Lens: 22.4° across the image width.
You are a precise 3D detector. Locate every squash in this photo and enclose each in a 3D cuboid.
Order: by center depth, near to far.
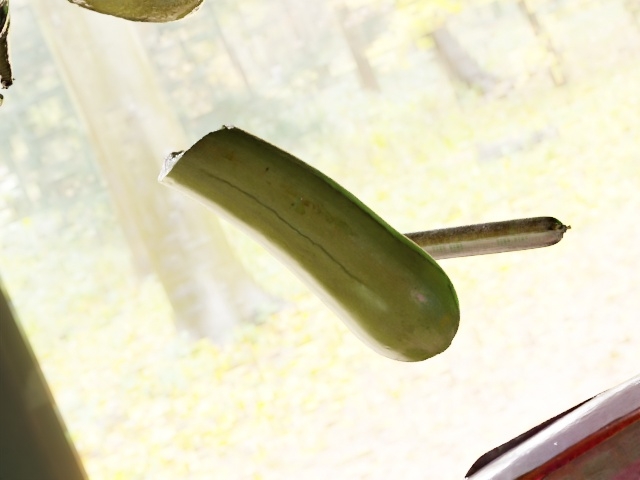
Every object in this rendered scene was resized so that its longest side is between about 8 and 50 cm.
[{"bbox_3d":[0.000,0.000,1.183,0.083,0.250,0.083,-50,10,12],"label":"squash"}]

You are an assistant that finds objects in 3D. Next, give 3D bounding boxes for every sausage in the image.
[{"bbox_3d":[0.122,0.003,1.586,0.269,0.033,0.033,-7,14,32],"label":"sausage"}]

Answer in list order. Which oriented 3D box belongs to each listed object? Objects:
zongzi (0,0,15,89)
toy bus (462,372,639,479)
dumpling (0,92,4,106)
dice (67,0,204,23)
[{"bbox_3d":[-0.416,-0.237,1.603,0.221,0.112,0.242,2,-31,-5],"label":"zongzi"},{"bbox_3d":[0.272,0.249,1.617,0.303,0.147,0.127,-30,14,3],"label":"toy bus"},{"bbox_3d":[-0.437,-0.167,1.753,0.155,0.181,0.111,13,66,26],"label":"dumpling"},{"bbox_3d":[-0.188,-0.335,1.678,0.166,0.169,0.169,11,28,-10],"label":"dice"}]
